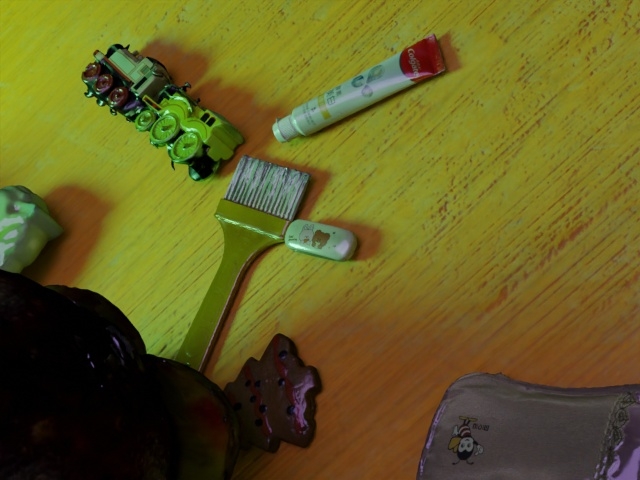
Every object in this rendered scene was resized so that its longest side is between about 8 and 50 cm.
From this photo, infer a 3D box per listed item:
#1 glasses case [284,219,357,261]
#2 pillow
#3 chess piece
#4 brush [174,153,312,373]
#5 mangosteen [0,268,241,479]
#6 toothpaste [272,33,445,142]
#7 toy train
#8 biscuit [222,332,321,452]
[{"bbox_3d":[0.000,0.000,1.369,0.083,0.021,0.032,13,79,39],"label":"glasses case"},{"bbox_3d":[0.184,0.172,1.151,0.233,0.038,0.130,3,69,38],"label":"pillow"},{"bbox_3d":[-0.427,0.056,1.583,0.176,0.176,0.298,23,71,40],"label":"chess piece"},{"bbox_3d":[-0.098,0.045,1.424,0.103,0.013,0.272,18,82,40],"label":"brush"},{"bbox_3d":[-0.288,0.210,1.238,0.381,0.421,0.381,-7,78,36],"label":"mangosteen"},{"bbox_3d":[0.036,-0.147,1.405,0.190,0.031,0.048,-26,54,21],"label":"toothpaste"},{"bbox_3d":[-0.182,-0.148,1.547,0.085,0.053,0.250,-49,50,-3],"label":"toy train"},{"bbox_3d":[-0.056,0.157,1.341,0.130,0.019,0.119,-31,55,22],"label":"biscuit"}]
